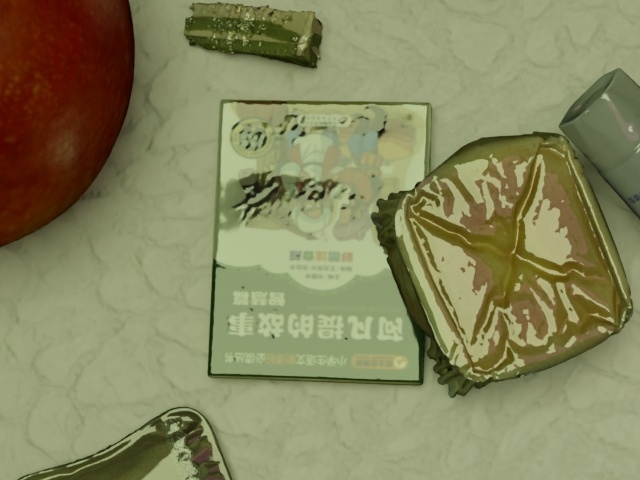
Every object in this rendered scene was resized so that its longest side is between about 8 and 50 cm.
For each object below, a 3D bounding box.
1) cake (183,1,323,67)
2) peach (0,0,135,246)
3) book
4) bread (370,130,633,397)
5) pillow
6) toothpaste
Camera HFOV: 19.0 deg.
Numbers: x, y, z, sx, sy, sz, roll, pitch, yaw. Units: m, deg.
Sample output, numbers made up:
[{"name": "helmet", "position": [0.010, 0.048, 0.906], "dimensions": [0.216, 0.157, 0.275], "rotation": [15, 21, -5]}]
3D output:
[{"name": "cake", "position": [-0.061, -0.197, 1.822], "dimensions": [0.140, 0.055, 0.051], "rotation": [10, 84, 26]}, {"name": "peach", "position": [-0.345, -0.179, 1.683], "dimensions": [0.388, 0.388, 0.388], "rotation": [-1, 81, 7]}, {"name": "book", "position": [0.000, 0.000, 1.781], "dimensions": [0.202, 0.027, 0.264], "rotation": [2, 82, 6]}, {"name": "bread", "position": [0.161, 0.018, 1.710], "dimensions": [0.192, 0.110, 0.210], "rotation": [-24, 84, -6]}, {"name": "pillow", "position": [-0.187, 0.245, 1.764], "dimensions": [0.217, 0.033, 0.130], "rotation": [-23, 80, 3]}, {"name": "toothpaste", "position": [0.366, 0.001, 1.692], "dimensions": [0.371, 0.080, 0.125], "rotation": [44, 88, -9]}]
